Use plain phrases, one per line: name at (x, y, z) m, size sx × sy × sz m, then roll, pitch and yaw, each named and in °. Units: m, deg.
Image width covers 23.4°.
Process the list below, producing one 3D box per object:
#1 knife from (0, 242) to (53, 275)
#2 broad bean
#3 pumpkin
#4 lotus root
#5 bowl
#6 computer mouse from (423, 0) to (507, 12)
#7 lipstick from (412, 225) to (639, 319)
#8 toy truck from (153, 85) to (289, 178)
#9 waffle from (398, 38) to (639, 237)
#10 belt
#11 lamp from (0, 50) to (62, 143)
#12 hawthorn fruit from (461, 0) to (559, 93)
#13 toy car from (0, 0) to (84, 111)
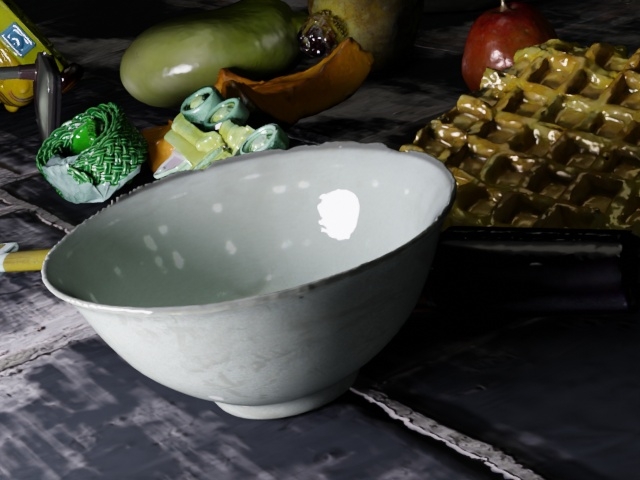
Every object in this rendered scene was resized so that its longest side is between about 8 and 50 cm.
knife at (-0.332, 0.023, 1.573) m, size 0.343 × 0.027 × 0.061 m, roll -5°, pitch 23°, yaw 26°
broad bean at (-0.142, -0.258, 2.121) m, size 0.291 × 0.119 × 0.238 m, roll -25°, pitch 20°, yaw -38°
pumpkin at (-0.096, -0.154, 1.831) m, size 0.258 × 0.095 × 0.290 m, roll -13°, pitch 13°, yaw 37°
lotus root at (0.059, -0.314, 2.111) m, size 0.173 × 0.173 × 0.309 m, roll -4°, pitch 26°, yaw 20°
bowl at (-0.038, 0.046, 1.164) m, size 0.313 × 0.146 × 0.313 m, roll -12°, pitch 21°, yaw 5°
computer mouse at (0.205, -0.452, 2.456) m, size 0.429 × 0.145 × 0.228 m, roll 3°, pitch 21°, yaw 34°
lipstick at (0.059, 0.027, 1.275) m, size 0.418 × 0.077 × 0.077 m, roll -1°, pitch 21°, yaw 29°
toy truck at (-0.088, -0.053, 1.558) m, size 0.135 × 0.128 × 0.259 m, roll -42°, pitch 28°, yaw -10°
waffle at (0.200, -0.076, 1.383) m, size 0.312 × 0.060 × 0.307 m, roll -21°, pitch 38°, yaw -2°
belt at (-0.257, -0.092, 1.784) m, size 0.121 × 0.079 × 0.151 m, roll -36°, pitch 25°, yaw -3°
lamp at (-0.455, -0.140, 1.973) m, size 0.283 × 0.124 × 0.203 m, roll -18°, pitch 30°, yaw -12°
hawthorn fruit at (0.222, -0.226, 1.843) m, size 0.125 × 0.140 × 0.125 m, roll -42°, pitch 6°, yaw 5°
toy car at (-0.463, -0.274, 2.276) m, size 0.142 × 0.200 × 0.248 m, roll -43°, pitch 7°, yaw 1°
